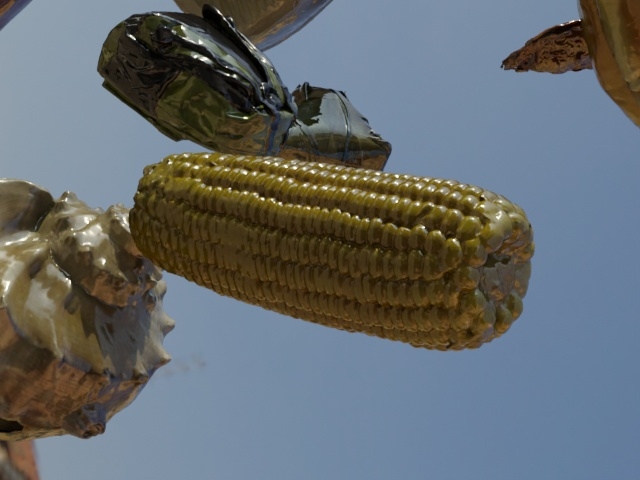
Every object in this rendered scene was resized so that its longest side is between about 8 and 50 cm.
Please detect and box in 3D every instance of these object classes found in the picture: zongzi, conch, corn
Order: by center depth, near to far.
[{"bbox_3d":[0.000,0.000,1.054,0.344,0.131,0.131,12,-64,36],"label":"corn"},{"bbox_3d":[-0.266,0.081,1.160,0.263,0.324,0.186,40,-3,-35],"label":"conch"},{"bbox_3d":[-0.055,-0.178,2.151,0.251,0.274,0.125,53,-48,54],"label":"zongzi"}]

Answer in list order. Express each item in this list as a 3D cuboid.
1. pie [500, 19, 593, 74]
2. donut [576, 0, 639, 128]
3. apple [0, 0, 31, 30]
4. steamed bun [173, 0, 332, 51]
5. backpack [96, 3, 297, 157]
[{"bbox_3d":[0.324,-0.245,1.723,0.033,0.191,0.088,63,-35,34],"label":"pie"},{"bbox_3d":[0.485,-0.305,1.644,0.198,0.448,0.449,-15,-92,53],"label":"donut"},{"bbox_3d":[-0.534,-0.439,1.988,0.317,0.288,0.288,-51,-140,3],"label":"apple"},{"bbox_3d":[-0.059,-0.488,2.249,0.383,0.236,0.247,-45,-100,16],"label":"steamed bun"},{"bbox_3d":[-0.144,-0.203,1.736,0.253,0.207,0.140,36,-65,10],"label":"backpack"}]
